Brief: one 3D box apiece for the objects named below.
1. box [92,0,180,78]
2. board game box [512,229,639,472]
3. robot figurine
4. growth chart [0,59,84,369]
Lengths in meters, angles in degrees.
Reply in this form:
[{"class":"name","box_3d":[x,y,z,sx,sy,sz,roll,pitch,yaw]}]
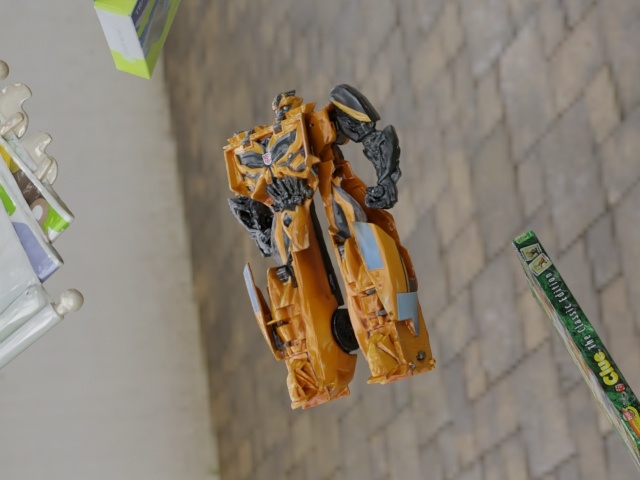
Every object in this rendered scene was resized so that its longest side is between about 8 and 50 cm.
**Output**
[{"class":"box","box_3d":[-0.165,-0.231,1.648,0.178,0.042,0.109,86,-157,-75]},{"class":"board game box","box_3d":[0.275,0.121,1.821,0.260,0.030,0.136,62,-177,33]},{"class":"robot figurine","box_3d":[0.000,0.000,1.665,0.211,0.085,0.291,-22,83,39]},{"class":"growth chart","box_3d":[-0.245,-0.006,1.255,0.021,0.172,0.237,37,-157,-54]}]
